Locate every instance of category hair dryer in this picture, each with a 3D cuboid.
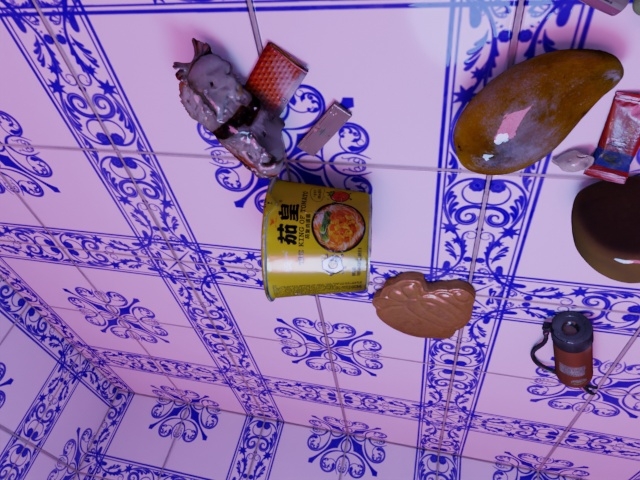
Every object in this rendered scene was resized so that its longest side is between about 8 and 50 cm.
[{"bbox_3d":[0.458,-0.430,0.733,0.106,0.054,0.154,20,138,-11],"label":"hair dryer"}]

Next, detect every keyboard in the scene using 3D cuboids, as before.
[{"bbox_3d":[0.006,-0.258,1.132,0.055,0.017,0.166,28,141,-21],"label":"keyboard"}]

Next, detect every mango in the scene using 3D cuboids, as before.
[{"bbox_3d":[0.394,-0.239,0.912,0.192,0.146,0.316,32,134,-31],"label":"mango"}]

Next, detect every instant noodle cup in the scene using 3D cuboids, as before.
[{"bbox_3d":[0.000,0.000,1.232,0.254,0.326,0.326,3,141,4],"label":"instant noodle cup"}]

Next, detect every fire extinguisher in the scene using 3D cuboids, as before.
[{"bbox_3d":[0.782,0.359,1.555,0.200,0.113,0.376,41,165,49],"label":"fire extinguisher"}]

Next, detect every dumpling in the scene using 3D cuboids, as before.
[{"bbox_3d":[0.540,-0.164,1.032,0.077,0.043,0.059,-24,146,34],"label":"dumpling"}]

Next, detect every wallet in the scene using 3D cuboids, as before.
[{"bbox_3d":[-0.112,-0.336,1.074,0.103,0.020,0.196,33,141,-12],"label":"wallet"}]

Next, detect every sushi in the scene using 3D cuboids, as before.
[{"bbox_3d":[-0.187,-0.275,1.067,0.332,0.124,0.130,42,148,-23],"label":"sushi"}]

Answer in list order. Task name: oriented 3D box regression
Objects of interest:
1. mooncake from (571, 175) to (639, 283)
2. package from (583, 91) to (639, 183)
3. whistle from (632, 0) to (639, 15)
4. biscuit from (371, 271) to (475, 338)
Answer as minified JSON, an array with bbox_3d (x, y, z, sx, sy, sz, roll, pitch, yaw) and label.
[{"bbox_3d":[0.644,-0.030,1.021,0.234,0.235,0.117,-7,139,28],"label":"mooncake"},{"bbox_3d":[0.598,-0.199,0.966,0.083,0.022,0.200,23,144,26],"label":"package"},{"bbox_3d":[0.569,-0.398,0.675,0.106,0.131,0.288,-1,147,-27],"label":"whistle"},{"bbox_3d":[0.329,0.217,1.565,0.311,0.057,0.351,21,142,-7],"label":"biscuit"}]
